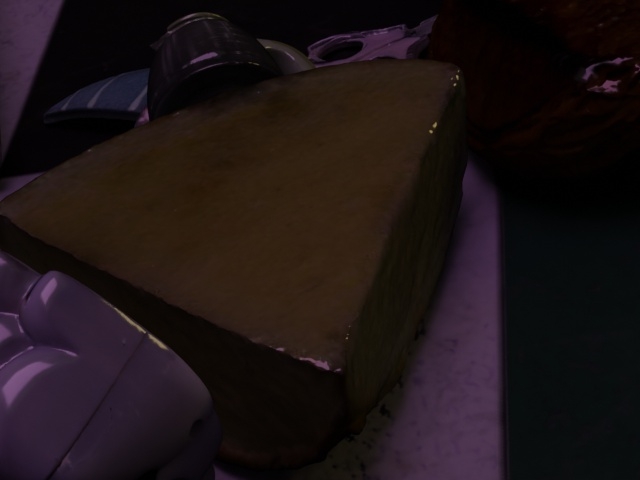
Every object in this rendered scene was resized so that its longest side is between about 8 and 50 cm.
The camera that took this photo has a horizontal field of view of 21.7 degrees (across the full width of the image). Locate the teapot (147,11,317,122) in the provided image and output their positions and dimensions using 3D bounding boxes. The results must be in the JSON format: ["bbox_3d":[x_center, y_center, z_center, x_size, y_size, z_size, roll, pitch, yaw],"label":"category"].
[{"bbox_3d":[-0.063,-0.102,1.116,0.092,0.124,0.091,-40,46,21],"label":"teapot"}]

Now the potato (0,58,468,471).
[{"bbox_3d":[0.000,0.000,0.940,0.269,0.112,0.255,25,49,38],"label":"potato"}]

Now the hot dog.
[{"bbox_3d":[0.156,-0.114,1.035,0.160,0.099,0.227,-20,35,-6],"label":"hot dog"}]

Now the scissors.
[{"bbox_3d":[0.076,-0.150,1.185,0.189,0.015,0.100,-30,36,-20],"label":"scissors"}]

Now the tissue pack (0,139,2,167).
[{"bbox_3d":[-0.374,-0.140,1.252,0.259,0.122,0.361,-15,34,-4],"label":"tissue pack"}]

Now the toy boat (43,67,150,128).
[{"bbox_3d":[-0.140,-0.103,1.188,0.122,0.034,0.096,7,37,31],"label":"toy boat"}]

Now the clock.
[{"bbox_3d":[-0.183,0.150,0.781,0.189,0.189,0.254,14,53,34],"label":"clock"}]
